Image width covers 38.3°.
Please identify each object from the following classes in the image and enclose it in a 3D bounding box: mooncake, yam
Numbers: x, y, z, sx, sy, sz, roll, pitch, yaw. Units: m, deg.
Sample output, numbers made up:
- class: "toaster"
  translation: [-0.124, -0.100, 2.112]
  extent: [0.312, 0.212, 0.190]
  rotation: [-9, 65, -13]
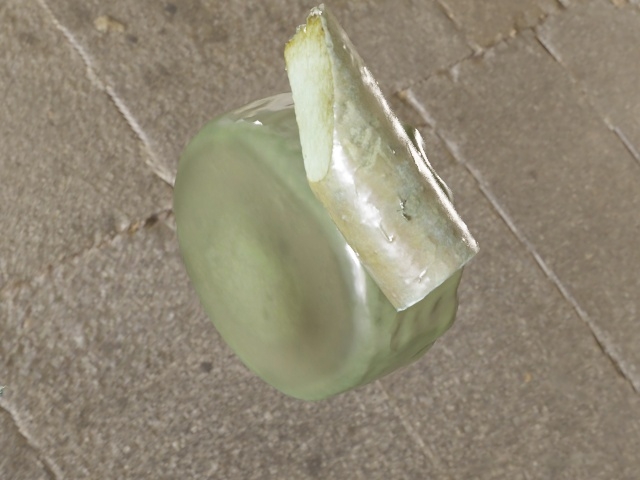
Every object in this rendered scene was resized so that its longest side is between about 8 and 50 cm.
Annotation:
- class: "mooncake"
  translation: [0.000, 0.000, 1.068]
  extent: [0.194, 0.356, 0.356]
  rotation: [-27, 80, -37]
- class: "yam"
  translation: [0.036, -0.067, 0.789]
  extent: [0.106, 0.106, 0.259]
  rotation: [-39, 98, -43]

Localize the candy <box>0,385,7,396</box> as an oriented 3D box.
- class: "candy"
  translation: [-0.334, 0.153, 0.907]
  extent: [0.030, 0.083, 0.020]
  rotation: [-23, 90, -40]
